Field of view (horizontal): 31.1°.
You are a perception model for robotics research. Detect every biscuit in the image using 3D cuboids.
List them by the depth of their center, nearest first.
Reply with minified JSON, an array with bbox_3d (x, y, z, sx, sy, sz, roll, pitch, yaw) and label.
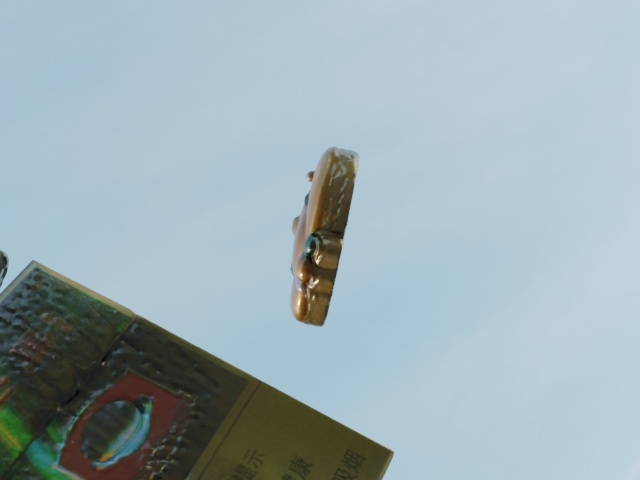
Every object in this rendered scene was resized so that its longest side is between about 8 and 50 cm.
[{"bbox_3d":[-0.004,-0.001,1.041,0.050,0.170,0.170,11,-78,1],"label":"biscuit"}]

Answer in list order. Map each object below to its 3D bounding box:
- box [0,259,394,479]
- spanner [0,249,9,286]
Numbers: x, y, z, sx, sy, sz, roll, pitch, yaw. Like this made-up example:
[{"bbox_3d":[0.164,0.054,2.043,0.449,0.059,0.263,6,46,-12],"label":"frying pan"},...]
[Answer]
[{"bbox_3d":[-0.099,0.127,0.611,0.159,0.240,0.071,-58,-8,-44],"label":"box"},{"bbox_3d":[-0.269,0.001,0.460,0.071,0.301,0.017,75,-160,-47],"label":"spanner"}]
